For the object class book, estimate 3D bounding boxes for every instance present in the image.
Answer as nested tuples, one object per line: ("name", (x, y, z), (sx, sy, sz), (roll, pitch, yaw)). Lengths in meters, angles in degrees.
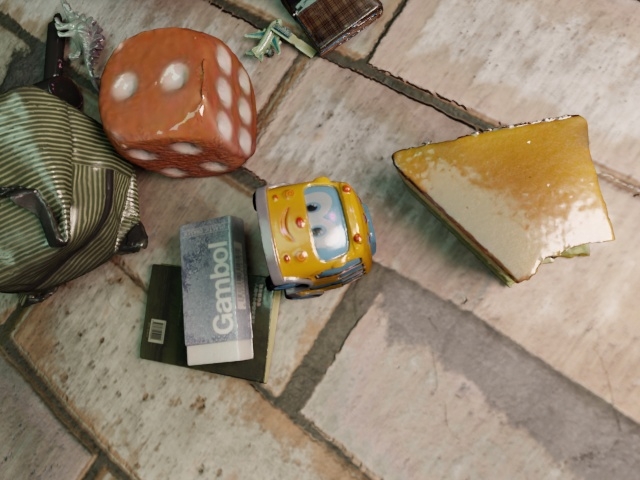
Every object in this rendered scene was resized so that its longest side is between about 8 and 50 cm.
("book", (-0.177, 0.124, 0.667), (0.229, 0.024, 0.160), (4, 83, 19))

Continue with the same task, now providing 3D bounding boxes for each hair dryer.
("hair dryer", (-0.549, -0.354, 0.850), (0.115, 0.070, 0.247), (-14, 73, 15))

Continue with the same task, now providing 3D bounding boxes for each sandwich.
("sandwich", (0.211, -0.035, 0.523), (0.220, 0.108, 0.185), (-8, 78, 15))

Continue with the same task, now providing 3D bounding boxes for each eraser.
("eraser", (-0.155, 0.072, 0.629), (0.092, 0.046, 0.212), (-11, 77, 16))

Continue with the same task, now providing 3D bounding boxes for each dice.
("dice", (-0.209, -0.202, 0.654), (0.180, 0.174, 0.174), (0, 79, 19))

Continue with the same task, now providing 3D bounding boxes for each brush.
("brush", (-0.043, -0.328, 0.692), (0.084, 0.013, 0.016), (36, 77, -2))

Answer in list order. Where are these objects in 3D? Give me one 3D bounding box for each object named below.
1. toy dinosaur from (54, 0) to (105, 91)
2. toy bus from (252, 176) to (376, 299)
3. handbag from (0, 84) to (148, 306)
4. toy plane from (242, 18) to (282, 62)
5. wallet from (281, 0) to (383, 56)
("toy dinosaur", (-0.466, -0.390, 0.834), (0.082, 0.039, 0.208), (-21, 83, -7))
("toy bus", (0.000, 0.000, 0.539), (0.137, 0.209, 0.125), (-12, 76, 5))
("handbag", (-0.464, -0.044, 0.670), (0.341, 0.247, 0.240), (-26, 75, 6))
("toy plane", (-0.089, -0.336, 0.713), (0.080, 0.033, 0.083), (35, 86, 21))
("wallet", (-0.006, -0.417, 0.695), (0.124, 0.042, 0.230), (-33, 74, 8))
